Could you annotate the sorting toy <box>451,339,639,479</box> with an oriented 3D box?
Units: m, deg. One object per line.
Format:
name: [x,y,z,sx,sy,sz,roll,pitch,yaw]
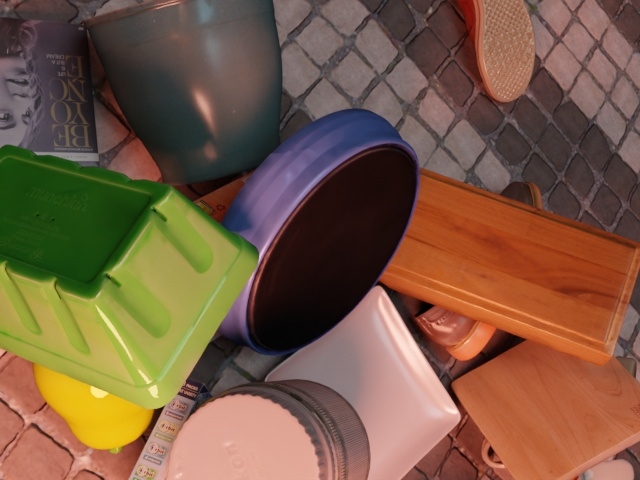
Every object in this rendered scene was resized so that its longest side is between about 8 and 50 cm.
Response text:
sorting toy: [0.395,0.289,1.571,0.256,0.257,0.089,-28,133,-4]

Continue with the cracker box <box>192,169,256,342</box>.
cracker box: [-0.120,0.021,1.350,0.156,0.232,0.067,-30,54,-33]

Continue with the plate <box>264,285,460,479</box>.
plate: [0.067,0.258,1.512,0.278,0.045,0.277,-37,100,-32]

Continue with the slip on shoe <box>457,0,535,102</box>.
slip on shoe: [0.324,-0.427,1.785,0.123,0.101,0.331,-20,103,-11]

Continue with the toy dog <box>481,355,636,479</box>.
toy dog: [0.457,0.351,1.667,0.333,0.220,0.161,-46,136,-22]

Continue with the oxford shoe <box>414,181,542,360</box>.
oxford shoe: [0.282,0.024,1.648,0.133,0.130,0.363,35,64,-14]

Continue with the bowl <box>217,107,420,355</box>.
bowl: [0.000,0.000,1.351,0.077,0.391,0.391,37,53,27]

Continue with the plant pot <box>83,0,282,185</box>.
plant pot: [-0.172,-0.222,1.357,0.272,0.272,0.255,-23,106,-33]

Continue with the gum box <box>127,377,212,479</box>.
gum box: [-0.197,0.298,1.284,0.041,0.157,0.184,16,64,16]

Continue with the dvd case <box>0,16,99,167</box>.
dvd case: [-0.406,-0.210,1.340,0.165,0.018,0.221,-2,81,-32]

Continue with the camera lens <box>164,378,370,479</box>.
camera lens: [-0.060,0.300,1.265,0.274,0.220,0.219,25,58,-74]

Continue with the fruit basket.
fruit basket: [-0.276,0.090,1.204,0.392,0.392,0.282,40,63,-18]

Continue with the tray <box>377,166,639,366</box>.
tray: [0.302,0.035,1.548,0.411,0.076,0.202,20,71,10]
